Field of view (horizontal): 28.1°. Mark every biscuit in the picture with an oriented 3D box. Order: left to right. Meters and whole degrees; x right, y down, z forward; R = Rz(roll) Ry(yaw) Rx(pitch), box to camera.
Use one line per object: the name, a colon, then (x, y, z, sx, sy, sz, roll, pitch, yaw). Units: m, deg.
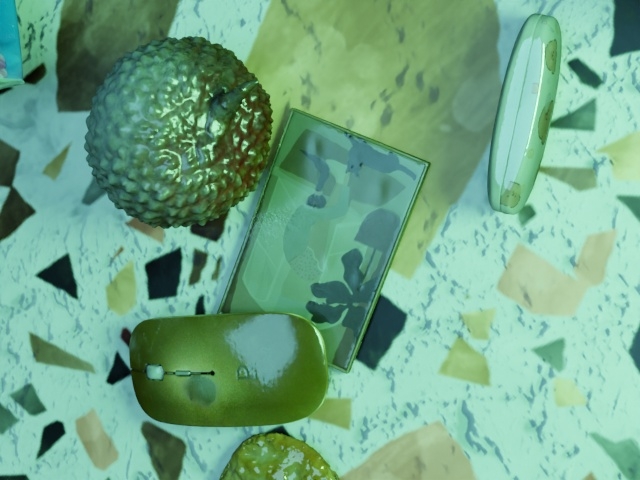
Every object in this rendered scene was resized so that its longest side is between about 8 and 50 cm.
biscuit: (-0.071, 0.287, 1.162, 0.118, 0.029, 0.247, 33, 102, 15)

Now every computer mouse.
computer mouse: (-0.088, 0.114, 1.147, 0.199, 0.045, 0.102, -2, 95, 22)

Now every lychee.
lychee: (-0.117, -0.093, 1.089, 0.197, 0.165, 0.165, -9, 89, 53)

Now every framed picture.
framed picture: (0.000, 0.000, 1.135, 0.136, 0.010, 0.201, 24, 99, 16)

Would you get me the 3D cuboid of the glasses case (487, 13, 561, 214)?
glasses case: (0.167, -0.102, 1.045, 0.041, 0.063, 0.164, 12, 96, 21)

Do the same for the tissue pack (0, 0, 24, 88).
tissue pack: (-0.380, -0.256, 1.164, 0.198, 0.146, 0.264, -7, 91, 43)
